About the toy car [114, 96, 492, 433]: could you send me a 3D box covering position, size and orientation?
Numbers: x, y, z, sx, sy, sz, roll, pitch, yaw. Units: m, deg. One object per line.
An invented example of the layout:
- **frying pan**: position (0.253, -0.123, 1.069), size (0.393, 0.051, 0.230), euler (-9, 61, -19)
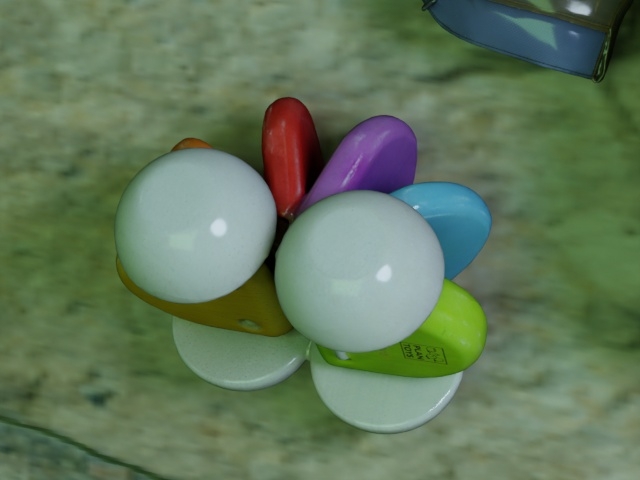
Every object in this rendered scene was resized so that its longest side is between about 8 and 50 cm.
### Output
- **toy car**: position (0.000, 0.000, 0.932), size (0.182, 0.159, 0.136), euler (15, 67, 18)

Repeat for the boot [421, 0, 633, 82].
- **boot**: position (0.047, -0.143, 0.910), size (0.219, 0.082, 0.106), euler (13, 100, 16)
